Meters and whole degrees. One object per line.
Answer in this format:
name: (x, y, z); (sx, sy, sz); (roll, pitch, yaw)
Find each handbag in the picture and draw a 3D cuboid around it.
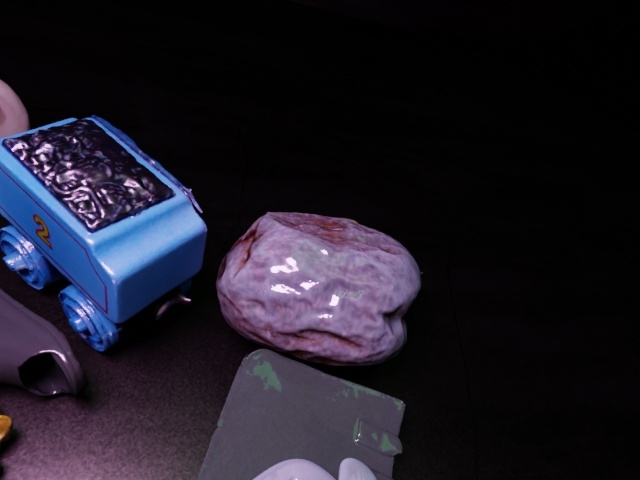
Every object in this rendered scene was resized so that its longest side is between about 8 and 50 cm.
handbag: (-0.016, 0.289, 0.582); (0.260, 0.079, 0.247); (21, 43, -1)

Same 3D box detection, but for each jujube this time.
jujube: (-0.009, 0.077, 0.693); (0.308, 0.215, 0.246); (15, 20, 4)

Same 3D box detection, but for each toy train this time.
toy train: (-0.311, -0.010, 0.629); (0.300, 0.265, 0.188); (37, 45, 14)

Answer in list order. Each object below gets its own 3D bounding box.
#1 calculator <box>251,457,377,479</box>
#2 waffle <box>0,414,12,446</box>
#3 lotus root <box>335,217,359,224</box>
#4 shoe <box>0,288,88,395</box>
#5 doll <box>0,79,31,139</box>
calculator: (-0.025, 0.322, 0.431); (0.184, 0.042, 0.295); (45, 34, 22)
waffle: (-0.444, 0.255, 0.460); (0.219, 0.057, 0.229); (-11, 52, -30)
lotus root: (0.000, -0.001, 0.872); (0.183, 0.090, 0.077); (-14, 81, -29)
shoe: (-0.402, 0.136, 0.565); (0.241, 0.108, 0.093); (29, 42, 18)
doll: (-0.653, -0.215, 0.741); (0.370, 0.226, 0.215); (32, 78, 5)
